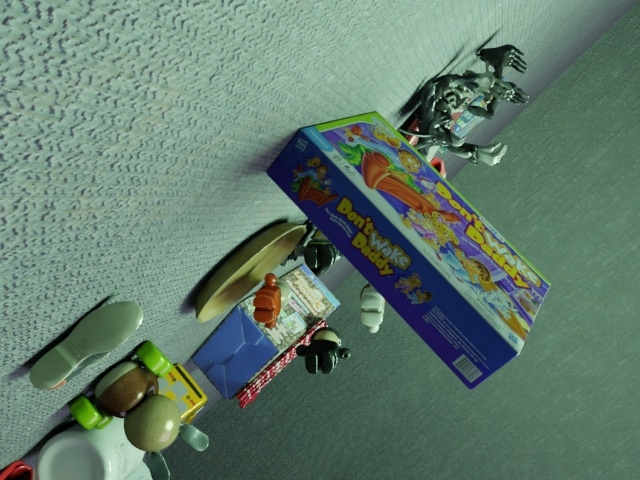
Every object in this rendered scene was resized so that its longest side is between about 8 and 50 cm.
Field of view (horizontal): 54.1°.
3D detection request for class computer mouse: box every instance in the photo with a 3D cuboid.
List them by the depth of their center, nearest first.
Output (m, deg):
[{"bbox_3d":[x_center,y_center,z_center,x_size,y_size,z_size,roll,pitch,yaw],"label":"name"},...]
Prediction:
[{"bbox_3d":[0.000,0.000,1.288,0.184,0.060,0.262,-44,172,1],"label":"computer mouse"}]

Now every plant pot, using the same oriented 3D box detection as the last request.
[{"bbox_3d":[-0.122,0.047,1.045,0.236,0.032,0.236,-42,173,-6],"label":"plant pot"}]

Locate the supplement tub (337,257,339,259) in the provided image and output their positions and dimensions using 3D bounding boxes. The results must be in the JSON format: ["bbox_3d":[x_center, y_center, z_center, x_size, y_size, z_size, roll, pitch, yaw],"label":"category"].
[{"bbox_3d":[0.045,-0.003,1.458,0.107,0.071,0.071,-36,170,-39],"label":"supplement tub"}]

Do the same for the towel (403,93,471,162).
[{"bbox_3d":[0.170,-0.153,1.249,0.329,0.037,0.237,-58,165,25],"label":"towel"}]

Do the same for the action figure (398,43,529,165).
[{"bbox_3d":[0.250,-0.216,1.037,0.276,0.141,0.164,-41,144,-26],"label":"action figure"}]

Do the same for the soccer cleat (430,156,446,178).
[{"bbox_3d":[0.224,-0.113,1.713,0.318,0.109,0.116,-37,150,-23],"label":"soccer cleat"}]

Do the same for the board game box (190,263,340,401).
[{"bbox_3d":[-0.128,0.217,1.521,0.232,0.141,0.291,-47,171,32],"label":"board game box"}]

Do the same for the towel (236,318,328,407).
[{"bbox_3d":[-0.085,0.291,1.498,0.275,0.031,0.199,-42,173,-7],"label":"towel"}]

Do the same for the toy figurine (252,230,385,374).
[{"bbox_3d":[0.004,0.108,1.124,0.209,0.213,0.148,-47,-179,11],"label":"toy figurine"}]

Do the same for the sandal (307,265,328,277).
[{"bbox_3d":[-0.020,0.079,1.726,0.067,0.040,0.179,-36,-174,-6],"label":"sandal"}]

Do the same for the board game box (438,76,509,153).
[{"bbox_3d":[0.382,-0.313,1.579,0.201,0.035,0.136,-40,172,-20],"label":"board game box"}]

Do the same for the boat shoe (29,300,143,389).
[{"bbox_3d":[-0.256,0.115,0.694,0.137,0.049,0.043,-39,175,-11],"label":"boat shoe"}]

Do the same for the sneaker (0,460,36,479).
[{"bbox_3d":[-0.503,0.429,1.024,0.128,0.087,0.221,-39,173,-13],"label":"sneaker"}]

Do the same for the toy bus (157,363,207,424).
[{"bbox_3d":[-0.363,0.403,1.479,0.130,0.108,0.332,-36,170,-37],"label":"toy bus"}]

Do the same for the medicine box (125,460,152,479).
[{"bbox_3d":[-0.496,0.639,1.422,0.263,0.289,0.149,-34,168,-49],"label":"medicine box"}]

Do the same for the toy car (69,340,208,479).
[{"bbox_3d":[-0.272,0.285,1.004,0.155,0.188,0.149,-40,172,-15],"label":"toy car"}]

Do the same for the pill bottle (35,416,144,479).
[{"bbox_3d":[-0.388,0.374,1.115,0.131,0.131,0.229,-43,175,3],"label":"pill bottle"}]

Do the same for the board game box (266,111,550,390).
[{"bbox_3d":[0.125,-0.010,0.805,0.078,0.347,0.233,-48,171,30],"label":"board game box"}]
